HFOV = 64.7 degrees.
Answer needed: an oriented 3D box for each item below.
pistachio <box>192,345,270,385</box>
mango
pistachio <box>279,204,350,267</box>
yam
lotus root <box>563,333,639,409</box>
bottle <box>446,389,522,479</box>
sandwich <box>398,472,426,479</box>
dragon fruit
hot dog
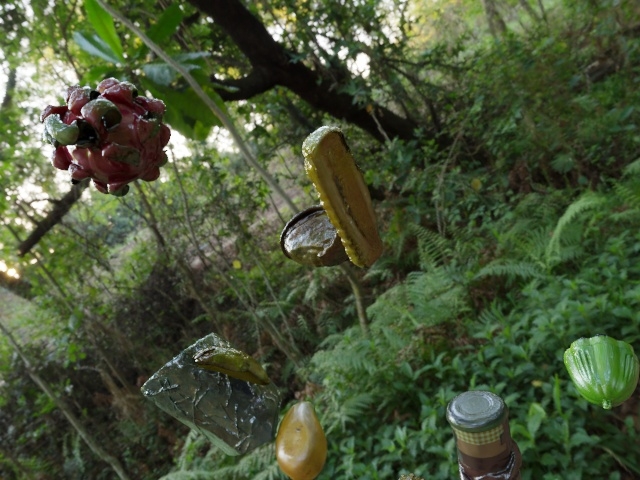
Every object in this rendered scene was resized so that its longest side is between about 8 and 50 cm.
[{"bbox_3d":[-0.170,0.245,1.014,0.090,0.173,0.049,-22,48,51],"label":"pistachio"},{"bbox_3d":[-0.045,0.418,1.053,0.115,0.089,0.165,-40,38,7],"label":"mango"},{"bbox_3d":[0.000,0.000,1.131,0.210,0.165,0.130,-23,25,32],"label":"pistachio"},{"bbox_3d":[-0.215,0.349,1.136,0.201,0.271,0.202,-44,-4,6],"label":"yam"},{"bbox_3d":[0.740,0.368,1.322,0.186,0.186,0.186,-33,6,4],"label":"lotus root"},{"bbox_3d":[0.370,0.484,1.130,0.156,0.271,0.143,-20,15,-14],"label":"bottle"},{"bbox_3d":[0.114,0.613,0.935,0.301,0.099,0.271,-52,-16,-41],"label":"sandwich"},{"bbox_3d":[-0.379,-0.196,0.895,0.219,0.198,0.272,-17,-20,-7],"label":"dragon fruit"},{"bbox_3d":[0.042,-0.066,0.857,0.083,0.288,0.068,-36,42,-13],"label":"hot dog"}]
